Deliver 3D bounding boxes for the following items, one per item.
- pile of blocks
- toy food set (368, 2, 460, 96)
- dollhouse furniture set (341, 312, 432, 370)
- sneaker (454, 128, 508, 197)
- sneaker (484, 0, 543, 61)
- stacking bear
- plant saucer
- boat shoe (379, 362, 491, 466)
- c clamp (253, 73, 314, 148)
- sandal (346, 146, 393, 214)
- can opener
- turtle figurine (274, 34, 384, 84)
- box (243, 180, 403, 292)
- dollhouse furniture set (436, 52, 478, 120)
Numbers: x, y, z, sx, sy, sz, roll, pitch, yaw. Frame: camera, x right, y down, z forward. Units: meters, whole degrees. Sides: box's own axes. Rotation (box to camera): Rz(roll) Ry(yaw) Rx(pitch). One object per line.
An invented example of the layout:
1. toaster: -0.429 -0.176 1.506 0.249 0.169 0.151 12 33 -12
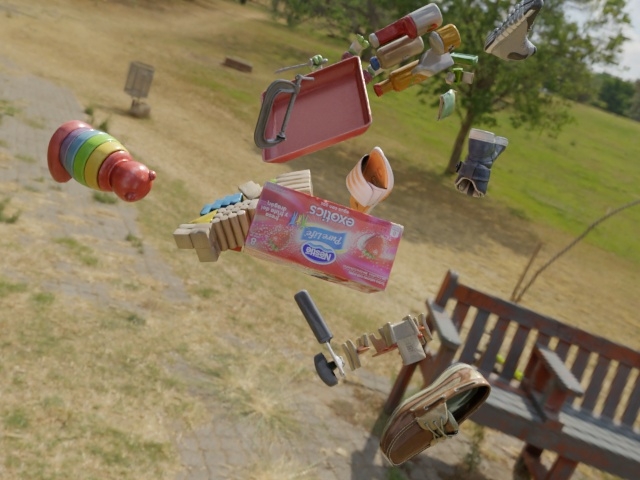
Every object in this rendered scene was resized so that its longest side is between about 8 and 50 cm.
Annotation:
1. pile of blocks: -0.169 -0.049 1.589 0.362 0.113 0.149 -23 36 -15
2. toy food set: 0.148 -0.323 1.150 0.111 0.104 0.232 64 -5 -6
3. dollhouse furniture set: 0.227 0.328 2.067 0.262 0.135 0.259 -17 -13 -15
4. sneaker: 0.409 -0.193 1.705 0.086 0.164 0.226 16 11 27
5. sneaker: 0.591 -0.600 1.932 0.132 0.086 0.228 28 -31 -15
6. stacking bear: -0.570 -0.195 1.788 0.289 0.164 0.175 28 60 20
7. plant saucer: -0.011 -0.293 1.547 0.048 0.259 0.259 59 19 -46
8. boat shoe: 0.287 0.432 1.651 0.123 0.324 0.120 56 -16 -24
9. c clamp: -0.072 -0.252 1.310 0.022 0.161 0.137 29 16 26
10. sandal: 0.100 -0.120 1.614 0.076 0.265 0.102 -19 70 -22
11. can opener: -0.013 0.283 1.931 0.283 0.095 0.076 60 -2 12
12. turtle figurine: 0.062 -0.467 1.967 0.198 0.266 0.274 49 7 26
13. box: 0.000 0.000 1.398 0.299 0.142 0.154 18 -9 -6
14. dollhouse furniture set: 0.309 -0.340 1.501 0.058 0.152 0.076 18 31 24
